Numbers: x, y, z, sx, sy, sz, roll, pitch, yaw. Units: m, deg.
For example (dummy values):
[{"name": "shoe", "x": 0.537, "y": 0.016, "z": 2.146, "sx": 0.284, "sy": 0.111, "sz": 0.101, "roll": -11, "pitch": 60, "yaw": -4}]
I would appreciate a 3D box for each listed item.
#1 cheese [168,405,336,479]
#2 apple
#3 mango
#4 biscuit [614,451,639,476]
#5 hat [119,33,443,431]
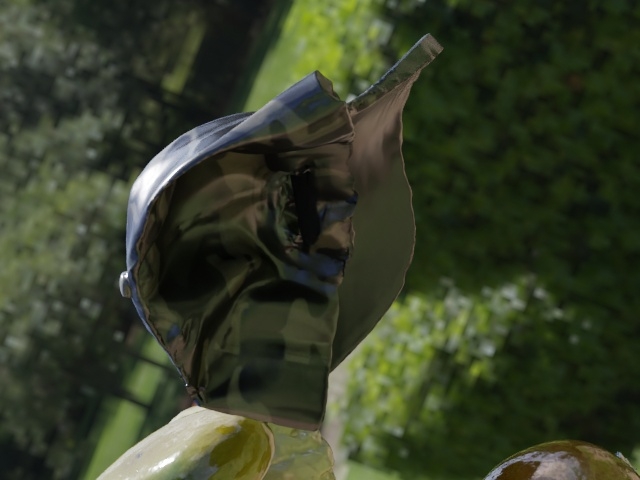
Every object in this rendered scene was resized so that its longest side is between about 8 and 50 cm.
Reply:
[{"name": "cheese", "x": -0.097, "y": 0.293, "z": 2.410, "sx": 0.117, "sy": 0.226, "sz": 0.214, "roll": -73, "pitch": -5, "yaw": -69}, {"name": "apple", "x": 0.209, "y": 0.256, "z": 1.715, "sx": 0.155, "sy": 0.182, "sz": 0.182, "roll": -109, "pitch": 40, "yaw": -68}, {"name": "mango", "x": -0.150, "y": 0.238, "z": 1.990, "sx": 0.237, "sy": 0.091, "sz": 0.137, "roll": -21, "pitch": 25, "yaw": 30}, {"name": "biscuit", "x": 0.360, "y": 0.251, "z": 2.065, "sx": 0.250, "sy": 0.046, "sz": 0.147, "roll": -37, "pitch": 28, "yaw": 19}, {"name": "hat", "x": -0.030, "y": -0.043, "z": 1.819, "sx": 0.381, "sy": 0.257, "sz": 0.366, "roll": -80, "pitch": -1, "yaw": -60}]
